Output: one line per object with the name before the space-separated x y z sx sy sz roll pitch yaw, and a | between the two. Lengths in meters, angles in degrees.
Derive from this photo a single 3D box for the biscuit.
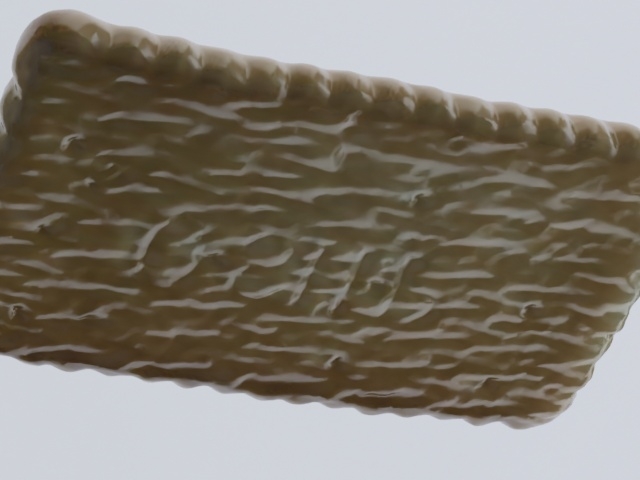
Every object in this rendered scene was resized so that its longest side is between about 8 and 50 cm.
biscuit | 0.000 -0.001 0.711 0.250 0.030 0.160 9 -47 -17
